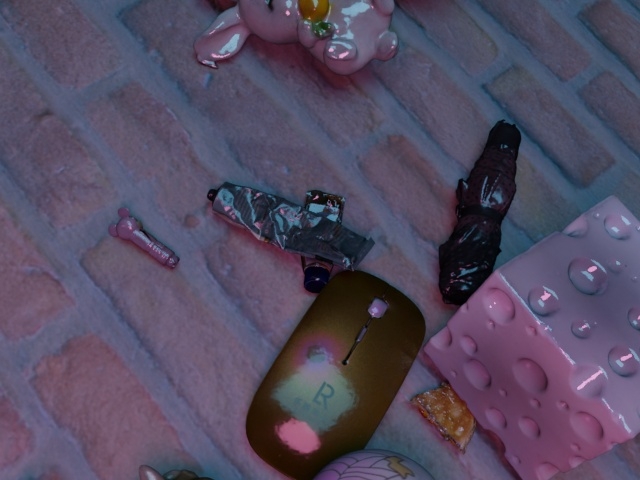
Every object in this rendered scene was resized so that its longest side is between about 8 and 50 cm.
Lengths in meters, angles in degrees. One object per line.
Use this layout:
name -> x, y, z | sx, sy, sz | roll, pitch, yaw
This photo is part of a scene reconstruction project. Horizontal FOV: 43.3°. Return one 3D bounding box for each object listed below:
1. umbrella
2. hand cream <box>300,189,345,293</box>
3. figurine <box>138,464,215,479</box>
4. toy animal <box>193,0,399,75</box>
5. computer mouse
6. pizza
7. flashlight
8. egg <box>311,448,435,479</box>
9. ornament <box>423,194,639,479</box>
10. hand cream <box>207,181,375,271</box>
umbrella -> 0.244, -0.049, 1.220 | 0.094, 0.090, 0.326 | 19, 61, 2
hand cream -> 0.000, 0.000, 1.178 | 0.062, 0.039, 0.163 | 10, 56, -4
figurine -> -0.159, 0.370, 0.872 | 0.173, 0.177, 0.247 | 13, 64, -25
toy animal -> -0.039, -0.361, 1.292 | 0.325, 0.154, 0.208 | -2, 84, 10
computer mouse -> 0.026, 0.171, 1.075 | 0.158, 0.072, 0.310 | 33, 61, 4
pizza -> 0.181, 0.227, 1.104 | 0.100, 0.029, 0.099 | 44, 55, 9
flashlight -> -0.244, 0.000, 1.129 | 0.110, 0.052, 0.031 | 37, 26, 1
egg -> 0.040, 0.360, 0.903 | 0.196, 0.196, 0.271 | 44, 49, 12
ornament -> 0.328, 0.133, 1.046 | 0.239, 0.240, 0.239 | -27, 71, -29
hand cream -> -0.049, -0.026, 1.141 | 0.248, 0.052, 0.075 | 21, 60, 15
